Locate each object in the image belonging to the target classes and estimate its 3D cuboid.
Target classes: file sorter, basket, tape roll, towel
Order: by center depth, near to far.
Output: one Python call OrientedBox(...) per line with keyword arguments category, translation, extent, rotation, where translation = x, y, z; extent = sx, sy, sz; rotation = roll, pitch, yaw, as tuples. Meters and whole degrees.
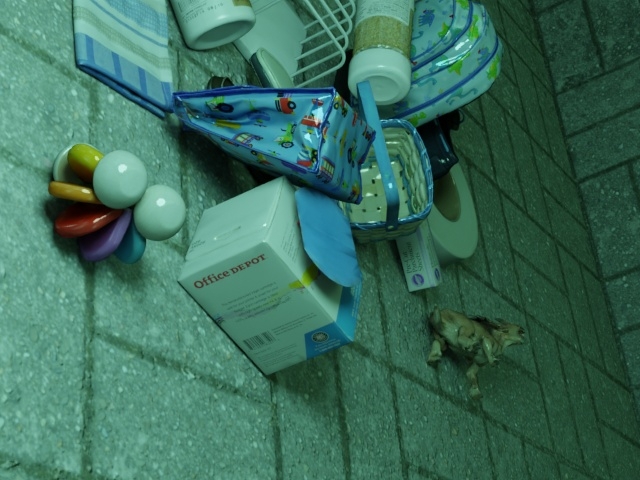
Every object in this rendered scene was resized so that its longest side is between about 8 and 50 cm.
OrientedBox(category="towel", translation=(-0.311, -0.351, 1.693), extent=(0.209, 0.034, 0.285), rotation=(29, 45, -49))
OrientedBox(category="basket", translation=(0.111, -0.138, 2.053), extent=(0.289, 0.201, 0.255), rotation=(70, 8, -69))
OrientedBox(category="file sorter", translation=(-0.044, -0.450, 2.102), extent=(0.193, 0.173, 0.278), rotation=(51, 30, -29))
OrientedBox(category="tape roll", translation=(0.246, -0.128, 2.490), extent=(0.392, 0.072, 0.392), rotation=(41, 37, -41))

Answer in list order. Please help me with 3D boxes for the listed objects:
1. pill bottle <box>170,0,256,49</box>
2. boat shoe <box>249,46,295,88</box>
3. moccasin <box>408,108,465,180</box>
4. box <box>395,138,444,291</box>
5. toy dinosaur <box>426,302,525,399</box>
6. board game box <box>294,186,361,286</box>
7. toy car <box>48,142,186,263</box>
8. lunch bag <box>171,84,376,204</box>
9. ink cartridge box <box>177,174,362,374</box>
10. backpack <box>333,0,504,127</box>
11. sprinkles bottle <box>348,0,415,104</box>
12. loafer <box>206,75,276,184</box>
OrientedBox(category="pill bottle", translation=(-0.209, -0.461, 1.855), extent=(0.131, 0.131, 0.229), rotation=(-11, 79, -63))
OrientedBox(category="boat shoe", translation=(-0.069, -0.239, 1.994), extent=(0.254, 0.079, 0.095), rotation=(56, 27, -25))
OrientedBox(category="moccasin", translation=(0.272, -0.266, 2.436), extent=(0.137, 0.116, 0.342), rotation=(40, 37, -41))
OrientedBox(category="box", translation=(0.187, -0.055, 2.279), extent=(0.063, 0.067, 0.324), rotation=(-21, 98, -64))
OrientedBox(category="toy dinosaur", translation=(0.310, 0.201, 2.304), extent=(0.295, 0.127, 0.200), rotation=(35, 31, -27))
OrientedBox(category="board game box", translation=(0.000, 0.000, 1.606), extent=(0.133, 0.033, 0.169), rotation=(28, 41, -44))
OrientedBox(category="toy car", translation=(-0.281, -0.039, 1.409), extent=(0.182, 0.159, 0.136), rotation=(44, 69, -38))
OrientedBox(category="lunch bag", translation=(-0.089, -0.162, 1.703), extent=(0.221, 0.293, 0.138), rotation=(31, 70, -68))
OrientedBox(category="ink cartridge box", translation=(-0.071, 0.054, 1.657), extent=(0.233, 0.171, 0.168), rotation=(51, 30, -28))
OrientedBox(category="backpack", translation=(0.208, -0.369, 2.247), extent=(0.290, 0.355, 0.273), rotation=(-76, 152, -47))
OrientedBox(category="sprinkles bottle", translation=(0.127, -0.441, 2.108), extent=(0.121, 0.121, 0.355), rotation=(38, 47, -43))
OrientedBox(category="loafer", translation=(-0.118, -0.203, 1.875), extent=(0.220, 0.078, 0.080), rotation=(56, 29, -21))
